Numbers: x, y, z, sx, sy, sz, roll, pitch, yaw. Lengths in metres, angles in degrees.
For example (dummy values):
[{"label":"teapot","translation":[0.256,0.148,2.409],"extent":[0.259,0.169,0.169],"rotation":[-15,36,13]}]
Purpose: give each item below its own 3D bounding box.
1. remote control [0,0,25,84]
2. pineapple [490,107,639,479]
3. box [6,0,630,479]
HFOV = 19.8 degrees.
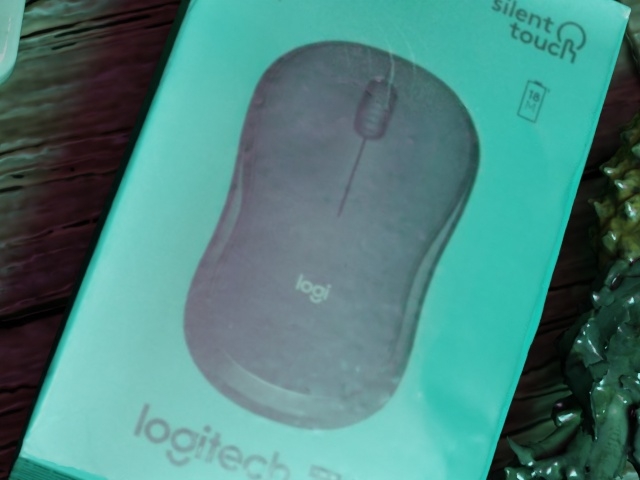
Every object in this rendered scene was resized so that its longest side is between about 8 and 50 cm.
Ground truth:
[{"label":"remote control","translation":[-0.180,-0.167,0.899],"extent":[0.087,0.029,0.190],"rotation":[10,75,-10]},{"label":"pineapple","translation":[0.153,0.036,0.867],"extent":[0.125,0.125,0.251],"rotation":[35,67,-3]},{"label":"box","translation":[0.000,0.000,0.854],"extent":[0.205,0.118,0.311],"rotation":[22,73,-8]}]
